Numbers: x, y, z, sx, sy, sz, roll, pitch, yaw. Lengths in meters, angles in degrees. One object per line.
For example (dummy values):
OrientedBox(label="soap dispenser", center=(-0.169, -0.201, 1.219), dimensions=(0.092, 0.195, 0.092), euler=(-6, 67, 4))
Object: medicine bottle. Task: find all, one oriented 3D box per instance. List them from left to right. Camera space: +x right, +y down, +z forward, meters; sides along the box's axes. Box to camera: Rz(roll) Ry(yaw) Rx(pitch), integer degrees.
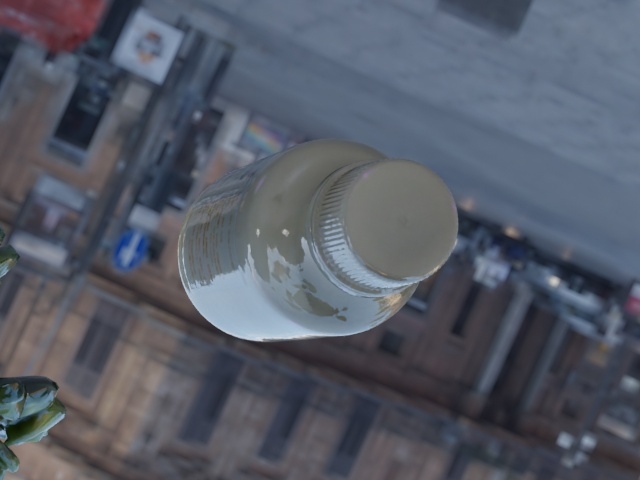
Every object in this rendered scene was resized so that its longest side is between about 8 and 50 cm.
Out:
OrientedBox(label="medicine bottle", center=(0.000, 0.000, 1.016), dimensions=(0.114, 0.114, 0.252), euler=(24, 169, -16))

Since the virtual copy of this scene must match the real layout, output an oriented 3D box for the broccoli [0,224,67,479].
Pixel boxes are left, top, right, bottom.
OrientedBox(label="broccoli", center=(-0.297, 0.059, 0.812), dimensions=(0.334, 0.324, 0.272), euler=(-100, -11, -58))
